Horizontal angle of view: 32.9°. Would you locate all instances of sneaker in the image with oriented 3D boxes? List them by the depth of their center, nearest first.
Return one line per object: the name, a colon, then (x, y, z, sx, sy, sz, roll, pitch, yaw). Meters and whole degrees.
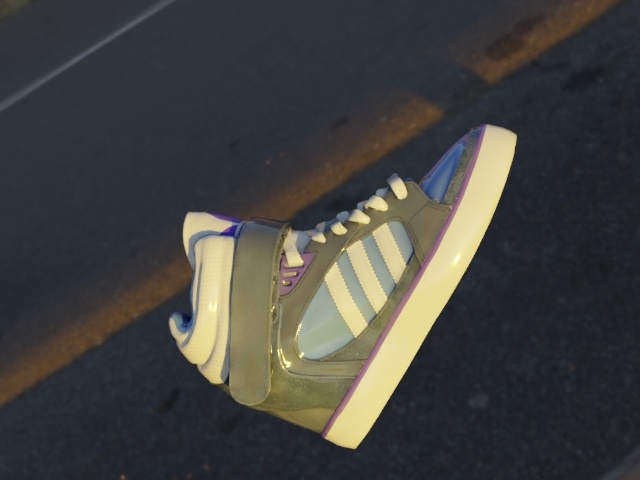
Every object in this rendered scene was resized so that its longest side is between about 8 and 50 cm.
sneaker: (0.000, 0.000, 0.946, 0.322, 0.236, 0.130, -61, -4, 8)
